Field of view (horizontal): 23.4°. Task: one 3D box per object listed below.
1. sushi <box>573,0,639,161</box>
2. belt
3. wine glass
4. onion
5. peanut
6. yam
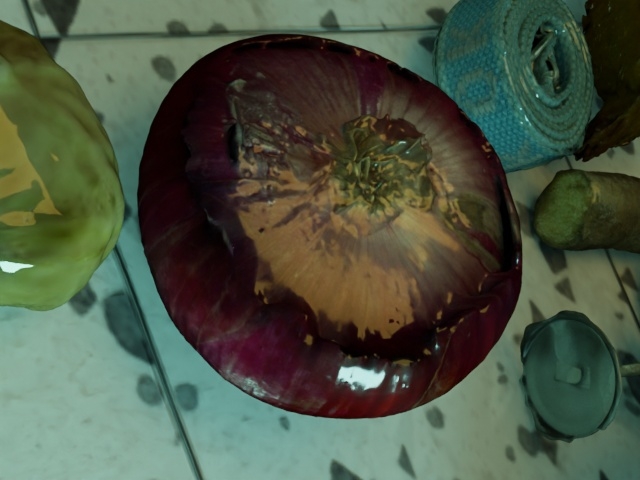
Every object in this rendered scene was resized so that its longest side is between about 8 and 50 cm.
[{"bbox_3d":[0.287,-0.162,1.310,0.149,0.140,0.287,31,50,-25],"label":"sushi"},{"bbox_3d":[0.148,-0.128,1.190,0.163,0.082,0.148,-13,88,-56],"label":"belt"},{"bbox_3d":[0.236,0.096,1.136,0.182,0.122,0.122,-2,69,-40],"label":"wine glass"},{"bbox_3d":[0.001,-0.006,0.910,0.248,0.161,0.248,28,40,-26],"label":"onion"},{"bbox_3d":[-0.169,-0.037,0.794,0.140,0.109,0.159,-34,105,-39],"label":"peanut"},{"bbox_3d":[0.288,-0.017,1.285,0.299,0.066,0.066,5,64,-45],"label":"yam"}]
